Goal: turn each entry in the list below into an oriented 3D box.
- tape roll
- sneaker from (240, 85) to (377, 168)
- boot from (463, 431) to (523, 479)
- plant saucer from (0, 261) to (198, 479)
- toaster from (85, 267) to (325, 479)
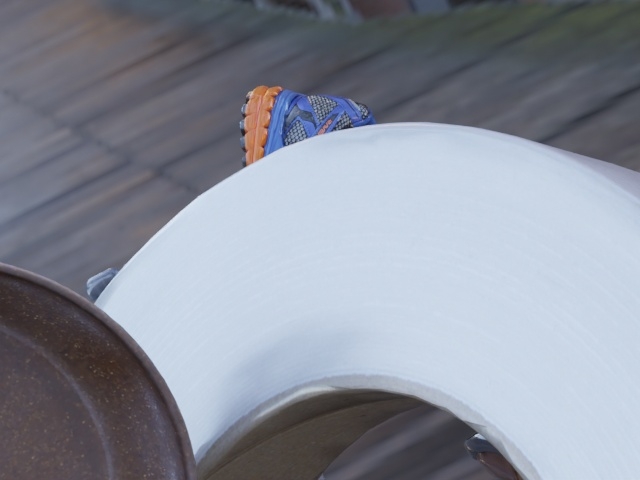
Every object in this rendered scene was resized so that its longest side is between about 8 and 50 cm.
[{"bbox_3d":[0.031,0.153,0.704,0.392,0.392,0.072,-12,-14,38],"label":"tape roll"},{"bbox_3d":[0.000,0.000,1.192,0.087,0.221,0.083,-6,-24,6],"label":"sneaker"},{"bbox_3d":[0.215,0.207,1.227,0.096,0.280,0.264,-33,-6,-15],"label":"boot"},{"bbox_3d":[-0.142,0.099,0.695,0.199,0.198,0.036,-29,19,-14],"label":"plant saucer"},{"bbox_3d":[-0.079,0.126,1.086,0.129,0.227,0.146,-26,5,21],"label":"toaster"}]
